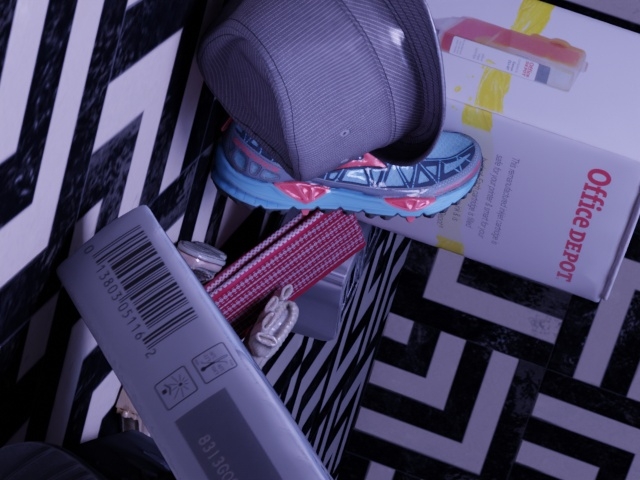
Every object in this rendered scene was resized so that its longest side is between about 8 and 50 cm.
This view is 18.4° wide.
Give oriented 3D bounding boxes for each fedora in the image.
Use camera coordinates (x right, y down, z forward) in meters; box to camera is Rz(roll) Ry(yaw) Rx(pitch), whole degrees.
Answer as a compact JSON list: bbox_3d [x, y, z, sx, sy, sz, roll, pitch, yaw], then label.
[{"bbox_3d":[-0.015,-0.145,1.598,0.124,0.243,0.275,-37,165,-17],"label":"fedora"}]

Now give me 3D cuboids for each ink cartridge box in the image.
[{"bbox_3d":[-0.025,0.190,1.462,0.091,0.308,0.385,-36,139,-1],"label":"ink cartridge box"},{"bbox_3d":[0.151,-0.120,2.007,0.279,0.385,0.160,97,15,-60],"label":"ink cartridge box"}]

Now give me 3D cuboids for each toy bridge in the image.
[{"bbox_3d":[-0.163,0.159,1.852,0.188,0.026,0.063,17,94,-82],"label":"toy bridge"}]

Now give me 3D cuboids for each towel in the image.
[{"bbox_3d":[-0.045,0.030,2.038,0.199,0.031,0.275,-38,169,-2],"label":"towel"}]

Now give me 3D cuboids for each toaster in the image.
[{"bbox_3d":[0.000,0.000,2.275,0.185,0.110,0.168,97,14,-58],"label":"toaster"}]

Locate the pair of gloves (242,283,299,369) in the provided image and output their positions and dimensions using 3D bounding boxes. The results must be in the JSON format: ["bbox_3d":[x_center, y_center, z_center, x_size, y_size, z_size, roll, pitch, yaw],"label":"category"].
[{"bbox_3d":[-0.100,0.163,2.050,0.240,0.042,0.204,-55,179,-37],"label":"pair of gloves"}]

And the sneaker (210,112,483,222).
[{"bbox_3d":[0.035,-0.091,1.816,0.104,0.262,0.125,-118,-148,-51],"label":"sneaker"}]

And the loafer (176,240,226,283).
[{"bbox_3d":[-0.112,0.025,1.819,0.039,0.045,0.125,-64,175,3],"label":"loafer"}]

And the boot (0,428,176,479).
[{"bbox_3d":[-0.093,0.303,1.539,0.146,0.367,0.445,-38,172,-2],"label":"boot"}]
